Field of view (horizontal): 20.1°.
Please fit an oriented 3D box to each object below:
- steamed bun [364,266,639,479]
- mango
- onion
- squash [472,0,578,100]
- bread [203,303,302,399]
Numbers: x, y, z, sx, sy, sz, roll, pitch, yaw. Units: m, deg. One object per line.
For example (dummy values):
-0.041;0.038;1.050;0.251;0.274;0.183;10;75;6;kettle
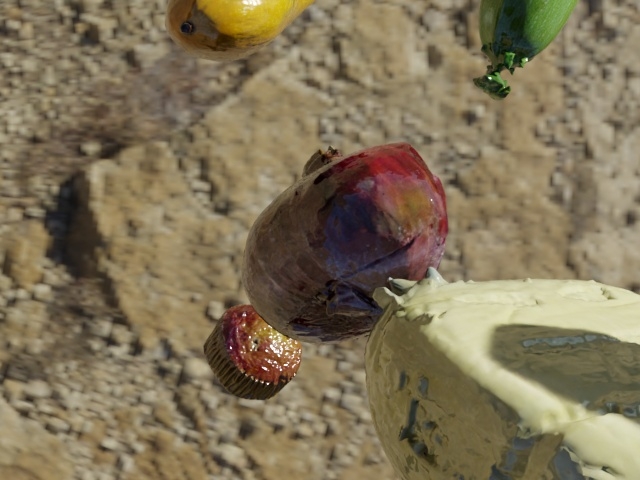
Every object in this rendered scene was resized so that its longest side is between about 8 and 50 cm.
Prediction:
0.153;0.132;1.129;0.232;0.273;0.166;-7;118;-39;steamed bun
-0.060;-0.180;1.371;0.190;0.098;0.075;-39;112;-62;mango
0.000;0.000;1.300;0.098;0.206;0.151;-9;61;-32;onion
0.237;-0.317;1.789;0.101;0.101;0.379;27;82;-30;squash
-0.056;0.093;1.552;0.085;0.053;0.085;18;45;-19;bread
